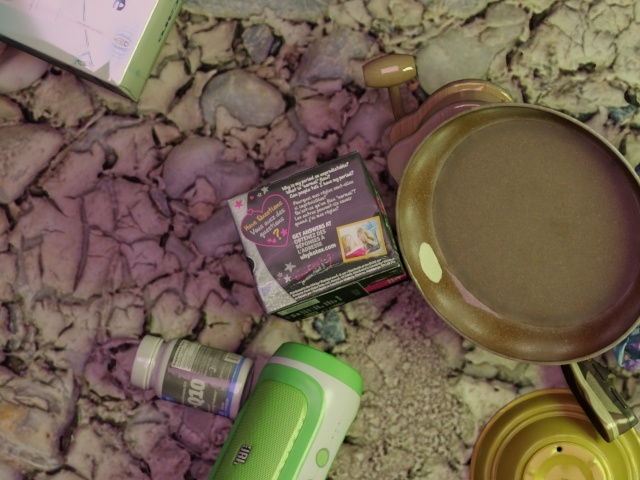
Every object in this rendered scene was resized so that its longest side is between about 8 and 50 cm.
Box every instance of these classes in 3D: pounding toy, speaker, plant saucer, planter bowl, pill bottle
[{"bbox_3d":[0.164,-0.115,1.871,0.154,0.155,0.270,-17,116,14],"label":"pounding toy"},{"bbox_3d":[-0.058,0.272,1.843,0.131,0.131,0.297,23,73,6],"label":"speaker"},{"bbox_3d":[0.233,-0.011,1.755,0.310,0.050,0.311,13,117,26],"label":"plant saucer"},{"bbox_3d":[0.283,0.283,1.858,0.217,0.090,0.217,0,86,6],"label":"planter bowl"},{"bbox_3d":[-0.154,0.162,1.910,0.137,0.078,0.078,15,87,6],"label":"pill bottle"}]

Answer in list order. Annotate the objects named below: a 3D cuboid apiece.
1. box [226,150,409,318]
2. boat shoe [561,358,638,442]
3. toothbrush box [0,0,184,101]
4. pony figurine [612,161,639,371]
[{"bbox_3d":[0.000,0.000,1.823,0.163,0.247,0.142,-20,83,4],"label":"box"},{"bbox_3d":[0.324,0.171,1.857,0.049,0.056,0.152,-20,49,-5],"label":"boat shoe"},{"bbox_3d":[-0.319,-0.330,1.937,0.295,0.126,0.216,26,88,5],"label":"toothbrush box"},{"bbox_3d":[0.456,0.057,1.795,0.363,0.303,0.351,50,123,3],"label":"pony figurine"}]
